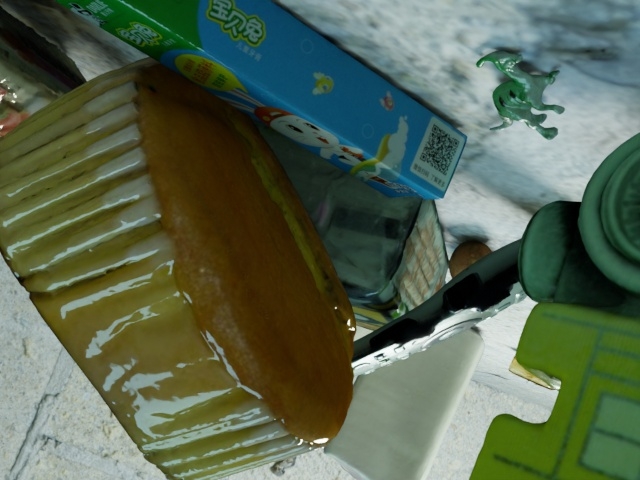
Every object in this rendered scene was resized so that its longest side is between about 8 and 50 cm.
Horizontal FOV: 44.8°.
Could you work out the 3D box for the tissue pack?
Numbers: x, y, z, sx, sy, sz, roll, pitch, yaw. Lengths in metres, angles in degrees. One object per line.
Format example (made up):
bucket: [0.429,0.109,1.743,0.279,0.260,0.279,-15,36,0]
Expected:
tissue pack: [0.000,0.000,0.767,0.228,0.128,0.311,18,170,17]

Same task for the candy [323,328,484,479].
candy: [0.163,0.309,1.505,0.208,0.359,0.145,26,172,10]

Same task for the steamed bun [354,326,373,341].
steamed bun: [-0.032,0.122,1.398,0.283,0.177,0.283,20,171,3]

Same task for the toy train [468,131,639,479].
toy train: [0.262,0.097,0.308,0.442,0.272,0.179,12,164,45]

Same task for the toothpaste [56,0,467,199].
toothpaste: [-0.025,-0.102,0.479,0.266,0.050,0.065,27,172,-31]

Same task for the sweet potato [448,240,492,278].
sweet potato: [0.174,0.041,0.869,0.055,0.058,0.202,63,180,19]

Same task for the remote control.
remote control: [0.113,0.054,0.651,0.045,0.256,0.097,62,-179,19]

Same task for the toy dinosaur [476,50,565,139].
toy dinosaur: [0.102,-0.078,0.428,0.062,0.021,0.083,33,163,-24]

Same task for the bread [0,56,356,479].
bread: [-0.081,0.021,0.534,0.288,0.156,0.204,64,-168,-11]

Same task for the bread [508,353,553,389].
bread: [0.436,0.260,1.557,0.106,0.053,0.072,20,-166,24]

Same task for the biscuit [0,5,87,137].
biscuit: [-0.255,-0.131,0.608,0.186,0.079,0.309,53,-172,28]
